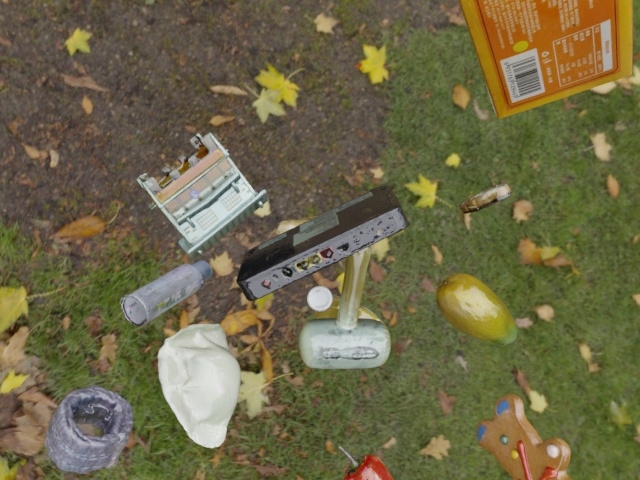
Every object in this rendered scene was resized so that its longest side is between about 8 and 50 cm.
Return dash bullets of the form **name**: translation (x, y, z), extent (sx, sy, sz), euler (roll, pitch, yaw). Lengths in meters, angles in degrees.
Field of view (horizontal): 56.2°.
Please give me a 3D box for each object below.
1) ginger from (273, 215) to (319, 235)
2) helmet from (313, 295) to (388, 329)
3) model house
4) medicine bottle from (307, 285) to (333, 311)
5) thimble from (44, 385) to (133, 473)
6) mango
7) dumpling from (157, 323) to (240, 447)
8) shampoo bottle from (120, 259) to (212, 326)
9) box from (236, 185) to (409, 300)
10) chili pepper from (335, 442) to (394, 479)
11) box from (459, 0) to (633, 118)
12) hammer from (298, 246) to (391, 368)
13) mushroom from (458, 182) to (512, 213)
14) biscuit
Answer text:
- **ginger**: translation (0.027, -0.037, 1.630), extent (0.333, 0.148, 0.081), euler (-8, 80, -17)
- **helmet**: translation (0.052, 0.255, 1.572), extent (0.205, 0.257, 0.140), euler (33, 64, -8)
- **model house**: translation (-0.265, -0.106, 1.342), extent (0.224, 0.198, 0.215), euler (-40, 112, -11)
- **medicine bottle**: translation (0.000, 0.130, 1.335), extent (0.057, 0.089, 0.057), euler (0, 84, 0)
- **thimble**: translation (-0.435, 0.357, 1.131), extent (0.150, 0.098, 0.150), euler (27, 23, -13)
- **mango**: translation (0.288, 0.131, 1.095), extent (0.194, 0.130, 0.092), euler (34, 78, -22)
- **dumpling**: translation (-0.248, 0.284, 1.201), extent (0.179, 0.131, 0.252), euler (27, 55, -51)
- **shampoo bottle**: translation (-0.301, 0.098, 1.211), extent (0.072, 0.072, 0.214), euler (57, 35, -2)
- **box**: translation (0.000, 0.000, 1.211), extent (0.350, 0.211, 0.058), euler (-25, 105, 5)
- **chili pepper**: translation (0.090, 0.465, 1.175), extent (0.084, 0.086, 0.192), euler (-39, 96, -1)
- **box**: translation (0.292, -0.374, 0.822), extent (0.283, 0.213, 0.260), euler (44, 37, -55)
- **hammer**: translation (0.061, 0.136, 1.272), extent (0.202, 0.113, 0.305), euler (0, 115, -11)
- **mushroom**: translation (0.199, -0.051, 0.736), extent (0.049, 0.101, 0.019), euler (-27, 90, -18)
- **biscuit**: translation (0.474, 0.505, 1.339), extent (0.049, 0.205, 0.324), euler (-1, 39, -32)
